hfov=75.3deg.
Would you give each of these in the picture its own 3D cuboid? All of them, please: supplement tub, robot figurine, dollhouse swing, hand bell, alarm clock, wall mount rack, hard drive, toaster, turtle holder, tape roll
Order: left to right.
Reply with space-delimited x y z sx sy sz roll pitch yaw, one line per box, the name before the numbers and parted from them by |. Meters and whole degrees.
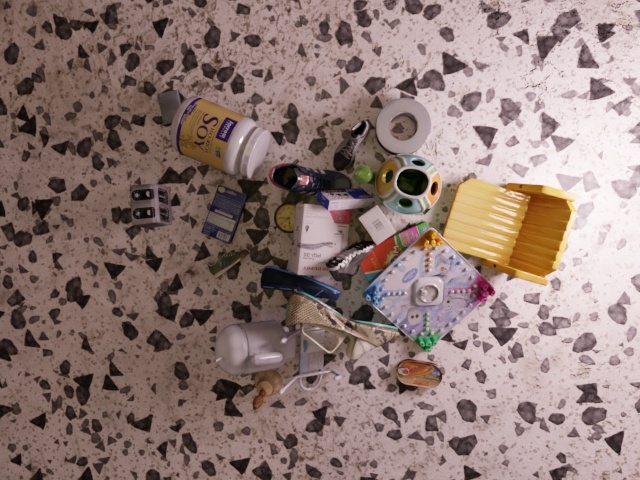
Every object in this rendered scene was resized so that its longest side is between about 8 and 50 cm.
toaster | -0.711 -0.139 1.748 0.110 0.186 0.168 -5 86 3
hard drive | -0.640 -0.570 1.780 0.094 0.022 0.135 -10 93 6
supplement tub | -0.395 -0.406 1.658 0.331 0.241 0.241 23 96 4
robot figurine | -0.273 0.431 1.679 0.353 0.300 0.200 1 94 -33
hand bell | -0.243 0.633 1.714 0.126 0.242 0.126 0 94 6
alarm clock | -0.144 -0.085 1.744 0.192 0.064 0.129 -33 91 4
wall mount rack | -0.053 0.472 1.687 0.304 0.130 0.350 -1 95 -31
turtle holder | 0.315 -0.239 1.607 0.320 0.227 0.243 41 97 1
tape roll | 0.330 -0.454 1.669 0.219 0.072 0.219 0 94 6
dollhouse swing | 0.692 -0.059 1.565 0.304 0.315 0.347 15 96 -16

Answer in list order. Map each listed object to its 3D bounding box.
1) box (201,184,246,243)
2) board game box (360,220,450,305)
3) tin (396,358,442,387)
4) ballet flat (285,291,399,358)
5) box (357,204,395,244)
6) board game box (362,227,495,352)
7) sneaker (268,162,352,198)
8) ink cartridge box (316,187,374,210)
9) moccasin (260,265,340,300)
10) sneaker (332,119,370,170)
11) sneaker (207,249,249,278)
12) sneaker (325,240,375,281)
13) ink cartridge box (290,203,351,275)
box | -0.410 -0.114 1.782 0.136 0.036 0.225 22 97 3
board game box | 0.334 0.094 1.710 0.316 0.064 0.242 -25 91 7
tin | 0.415 0.561 1.749 0.189 0.040 0.106 8 91 5
ballet flat | 0.078 0.359 1.625 0.482 0.164 0.182 23 71 -15
box | 0.221 -0.064 1.657 0.091 0.170 0.130 -35 90 5
board game box | 0.435 0.212 1.658 0.390 0.050 0.390 42 102 -11
sneaker | -0.043 -0.238 1.680 0.349 0.148 0.131 6 94 3
ink cartridge box | 0.099 -0.165 1.643 0.207 0.097 0.046 -7 124 -29
moccasin | -0.088 0.204 1.735 0.341 0.138 0.117 16 83 17
sneaker | 0.118 -0.390 1.663 0.086 0.132 0.229 32 96 3
sneaker | -0.404 0.080 1.780 0.192 0.064 0.086 -36 95 10
sneaker | 0.127 0.084 1.639 0.234 0.078 0.106 -30 119 -26
ink cartridge box | 0.000 0.000 1.678 0.207 0.117 0.283 4 94 -19
